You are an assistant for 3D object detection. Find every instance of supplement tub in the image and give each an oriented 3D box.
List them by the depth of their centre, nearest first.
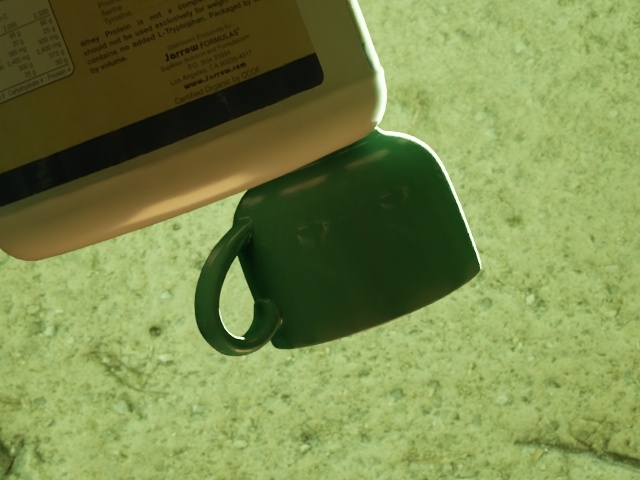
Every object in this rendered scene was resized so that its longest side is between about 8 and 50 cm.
[{"bbox_3d":[-0.118,-0.170,0.913,0.228,0.316,0.228,-20,-174,2],"label":"supplement tub"}]

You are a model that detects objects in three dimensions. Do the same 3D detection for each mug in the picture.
[{"bbox_3d":[0.009,-0.003,0.986,0.129,0.097,0.158,-17,-172,31],"label":"mug"}]
